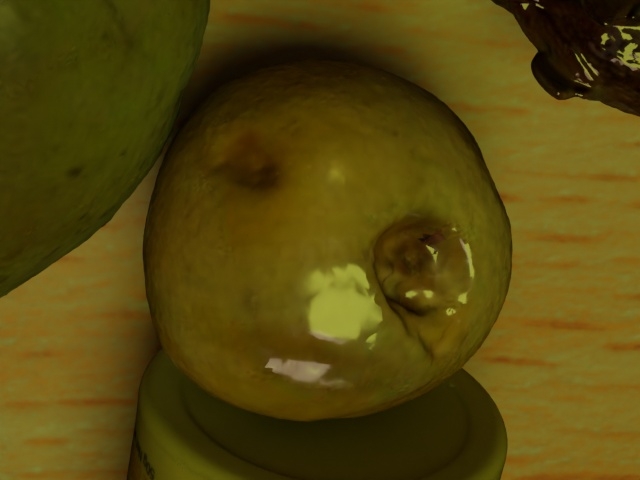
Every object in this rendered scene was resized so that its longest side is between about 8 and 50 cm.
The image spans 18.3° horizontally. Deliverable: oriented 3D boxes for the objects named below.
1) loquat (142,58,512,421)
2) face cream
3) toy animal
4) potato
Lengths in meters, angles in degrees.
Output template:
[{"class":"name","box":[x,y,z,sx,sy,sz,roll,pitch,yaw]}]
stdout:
[{"class":"loquat","box":[0.004,-0.003,1.103,0.213,0.213,0.213,-5,120,-9]},{"class":"face cream","box":[-0.010,0.171,1.178,0.218,0.218,0.179,3,118,-13]},{"class":"toy animal","box":[0.170,-0.104,1.081,0.188,0.179,0.089,18,113,-21]},{"class":"potato","box":[-0.188,-0.107,0.989,0.280,0.213,0.330,-41,120,13]}]
